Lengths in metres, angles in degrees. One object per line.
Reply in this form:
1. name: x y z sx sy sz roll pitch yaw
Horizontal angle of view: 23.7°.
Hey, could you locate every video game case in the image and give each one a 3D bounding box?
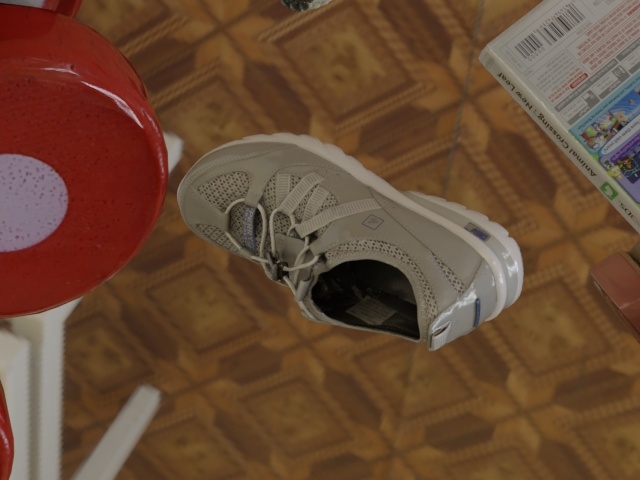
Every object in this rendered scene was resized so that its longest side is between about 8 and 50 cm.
1. video game case: 0.249 -0.120 1.101 0.193 0.212 0.023 48 155 7

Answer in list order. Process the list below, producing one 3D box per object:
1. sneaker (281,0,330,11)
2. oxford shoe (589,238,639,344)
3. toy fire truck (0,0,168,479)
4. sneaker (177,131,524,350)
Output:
1. sneaker: -0.003 -0.367 1.448 0.110 0.122 0.283 22 125 46
2. oxford shoe: 0.341 0.074 1.150 0.146 0.397 0.140 -38 120 3
3. toy fire truck: -0.207 -0.035 0.494 0.254 0.169 0.302 13 124 -31
4. sneaker: 0.000 0.000 1.100 0.281 0.115 0.105 16 127 31
